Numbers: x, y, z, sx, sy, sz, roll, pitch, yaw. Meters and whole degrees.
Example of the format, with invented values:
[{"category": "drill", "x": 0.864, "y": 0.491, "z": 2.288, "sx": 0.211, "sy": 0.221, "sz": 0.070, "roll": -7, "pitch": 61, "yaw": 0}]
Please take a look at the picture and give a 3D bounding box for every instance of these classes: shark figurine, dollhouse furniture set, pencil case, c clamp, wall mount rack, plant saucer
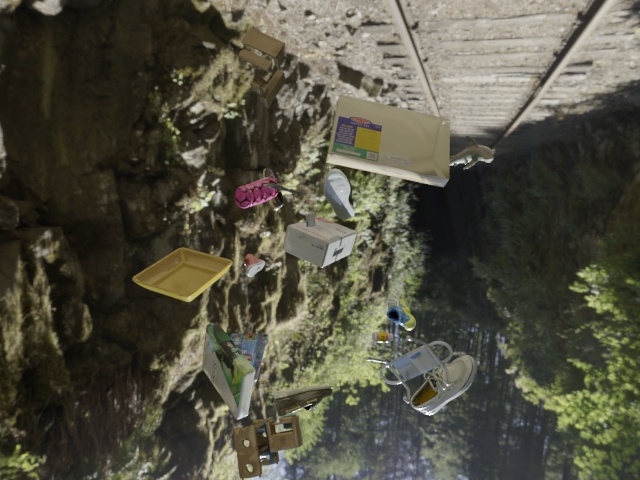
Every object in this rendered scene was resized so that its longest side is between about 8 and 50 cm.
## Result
[{"category": "shark figurine", "x": 0.580, "y": -0.357, "z": 1.654, "sx": 0.278, "sy": 0.116, "sz": 0.166, "roll": -6, "pitch": -152, "yaw": 50}, {"category": "dollhouse furniture set", "x": -0.122, "y": 0.562, "z": 1.135, "sx": 0.183, "sy": 0.129, "sz": 0.129, "roll": -16, "pitch": 163, "yaw": 14}, {"category": "pencil case", "x": -0.263, "y": -0.205, "z": 1.701, "sx": 0.095, "sy": 0.098, "sz": 0.209, "roll": 30, "pitch": -148, "yaw": 15}, {"category": "dollhouse furniture set", "x": -0.192, "y": -0.541, "z": 1.295, "sx": 0.123, "sy": 0.144, "sz": 0.151, "roll": 28, "pitch": 168, "yaw": 8}, {"category": "c clamp", "x": -0.155, "y": -0.208, "z": 1.661, "sx": 0.137, "sy": 0.022, "sz": 0.160, "roll": 13, "pitch": -177, "yaw": -38}, {"category": "wall mount rack", "x": 0.366, "y": 0.513, "z": 1.709, "sx": 0.349, "sy": 0.304, "sz": 0.130, "roll": -35, "pitch": -167, "yaw": 24}, {"category": "plant saucer", "x": -0.634, "y": 0.168, "z": 1.923, "sx": 0.332, "sy": 0.081, "sz": 0.333, "roll": 12, "pitch": -150, "yaw": 22}]

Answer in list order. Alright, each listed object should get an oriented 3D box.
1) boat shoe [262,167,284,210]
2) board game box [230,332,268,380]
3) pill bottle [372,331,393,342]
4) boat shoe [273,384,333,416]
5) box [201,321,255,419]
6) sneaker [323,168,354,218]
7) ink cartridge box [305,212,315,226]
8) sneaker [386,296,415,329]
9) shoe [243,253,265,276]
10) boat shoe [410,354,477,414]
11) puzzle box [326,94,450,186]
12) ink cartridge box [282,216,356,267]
[{"category": "boat shoe", "x": -0.223, "y": -0.259, "z": 2.013, "sx": 0.073, "sy": 0.224, "sz": 0.080, "roll": -22, "pitch": 163, "yaw": 30}, {"category": "board game box", "x": -0.322, "y": 0.499, "z": 1.763, "sx": 0.193, "sy": 0.195, "sz": 0.060, "roll": -6, "pitch": 163, "yaw": 29}, {"category": "pill bottle", "x": 0.258, "y": 0.401, "z": 1.700, "sx": 0.083, "sy": 0.044, "sz": 0.043, "roll": 2, "pitch": -171, "yaw": -14}, {"category": "boat shoe", "x": -0.061, "y": 0.640, "z": 1.654, "sx": 0.304, "sy": 0.091, "sz": 0.109, "roll": 10, "pitch": 154, "yaw": -45}, {"category": "box", "x": -0.374, "y": 0.511, "z": 1.632, "sx": 0.058, "sy": 0.233, "sz": 0.321, "roll": -9, "pitch": -150, "yaw": -40}, {"category": "sneaker", "x": 0.068, "y": -0.220, "z": 1.637, "sx": 0.104, "sy": 0.147, "sz": 0.296, "roll": -13, "pitch": 148, "yaw": 9}, {"category": "ink cartridge box", "x": -0.038, "y": -0.075, "z": 1.504, "sx": 0.028, "sy": 0.049, "sz": 0.083, "roll": -6, "pitch": -178, "yaw": -7}, {"category": "sneaker", "x": 0.363, "y": 0.333, "z": 1.982, "sx": 0.126, "sy": 0.091, "sz": 0.240, "roll": 27, "pitch": -170, "yaw": -27}, {"category": "shoe", "x": -0.324, "y": 0.111, "z": 1.883, "sx": 0.081, "sy": 0.064, "sz": 0.178, "roll": 28, "pitch": -166, "yaw": 9}, {"category": "boat shoe", "x": 0.541, "y": 0.648, "z": 1.873, "sx": 0.156, "sy": 0.367, "sz": 0.136, "roll": 27, "pitch": -155, "yaw": -28}, {"category": "puzzle box", "x": 0.236, "y": -0.343, "z": 1.393, "sx": 0.407, "sy": 0.273, "sz": 0.052, "roll": 12, "pitch": 152, "yaw": -2}, {"category": "ink cartridge box", "x": 0.000, "y": 0.000, "z": 1.704, "sx": 0.196, "sy": 0.114, "sz": 0.272, "roll": 23, "pitch": -160, "yaw": 23}]
